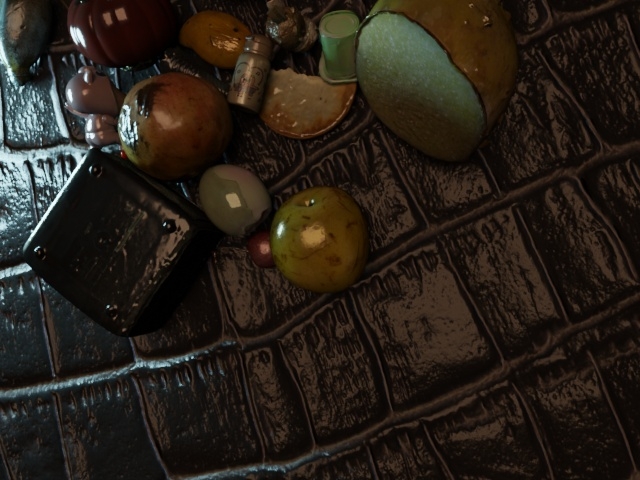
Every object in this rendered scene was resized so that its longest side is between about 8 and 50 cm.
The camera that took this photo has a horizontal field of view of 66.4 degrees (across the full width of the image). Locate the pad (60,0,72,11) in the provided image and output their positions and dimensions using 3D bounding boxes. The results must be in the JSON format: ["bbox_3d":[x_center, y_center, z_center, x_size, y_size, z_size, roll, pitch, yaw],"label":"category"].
[{"bbox_3d":[-0.763,-0.912,1.578,0.315,0.063,0.375,-39,81,5],"label":"pad"}]

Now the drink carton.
[{"bbox_3d":[0.059,-0.534,1.340,0.146,0.142,0.144,0,64,9],"label":"drink carton"}]

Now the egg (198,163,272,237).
[{"bbox_3d":[-0.246,-0.121,1.367,0.217,0.183,0.183,45,95,3],"label":"egg"}]

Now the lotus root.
[{"bbox_3d":[-0.961,-0.662,1.559,0.158,0.140,0.322,14,91,11],"label":"lotus root"}]

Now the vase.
[{"bbox_3d":[-0.353,-0.476,1.458,0.237,0.115,0.115,31,92,7],"label":"vase"}]

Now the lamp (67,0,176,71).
[{"bbox_3d":[-0.573,-0.634,1.421,0.303,0.257,0.303,-6,45,6],"label":"lamp"}]

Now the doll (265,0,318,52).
[{"bbox_3d":[-0.089,-0.587,1.354,0.114,0.221,0.105,-2,97,23],"label":"doll"}]

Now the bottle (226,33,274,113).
[{"bbox_3d":[-0.189,-0.472,1.386,0.097,0.110,0.209,19,94,34],"label":"bottle"}]

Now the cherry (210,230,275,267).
[{"bbox_3d":[-0.195,0.040,1.393,0.225,0.090,0.107,-19,103,6],"label":"cherry"}]

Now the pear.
[{"bbox_3d":[0.000,0.000,1.277,0.280,0.281,0.281,-1,86,10],"label":"pear"}]

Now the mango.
[{"bbox_3d":[-0.311,-0.600,1.450,0.262,0.109,0.157,22,94,13],"label":"mango"}]

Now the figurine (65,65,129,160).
[{"bbox_3d":[-0.664,-0.383,1.499,0.176,0.186,0.288,8,112,48],"label":"figurine"}]

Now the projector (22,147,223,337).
[{"bbox_3d":[-0.551,0.009,1.386,0.405,0.242,0.395,36,92,10],"label":"projector"}]

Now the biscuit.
[{"bbox_3d":[-0.057,-0.394,1.422,0.308,0.040,0.205,12,87,13],"label":"biscuit"}]

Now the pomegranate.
[{"bbox_3d":[-0.395,-0.310,1.345,0.322,0.322,0.322,-1,86,10],"label":"pomegranate"}]

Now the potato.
[{"bbox_3d":[0.314,-0.446,1.168,0.385,0.442,0.319,35,79,23],"label":"potato"}]
